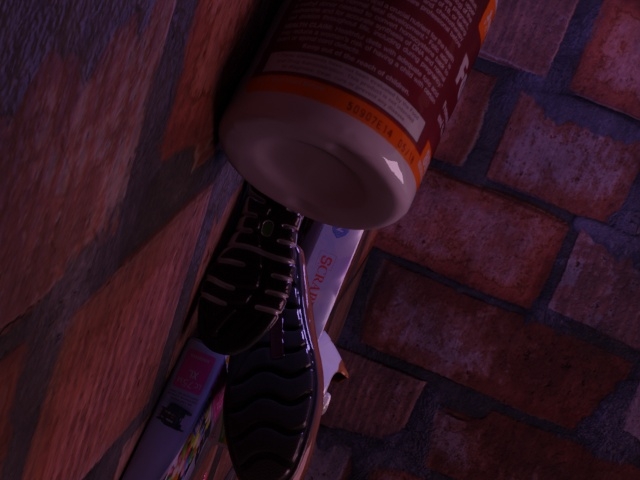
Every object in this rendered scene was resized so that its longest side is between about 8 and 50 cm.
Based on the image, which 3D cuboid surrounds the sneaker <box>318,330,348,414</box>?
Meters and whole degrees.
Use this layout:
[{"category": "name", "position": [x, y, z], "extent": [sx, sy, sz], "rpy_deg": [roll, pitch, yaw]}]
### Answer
[{"category": "sneaker", "position": [-0.054, 0.273, 2.227], "extent": [0.290, 0.123, 0.106], "rpy_deg": [-35, 178, -38]}]

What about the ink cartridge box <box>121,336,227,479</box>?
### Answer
[{"category": "ink cartridge box", "position": [-0.208, 0.300, 1.676], "extent": [0.186, 0.065, 0.311], "rpy_deg": [95, 20, -67]}]

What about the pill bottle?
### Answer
[{"category": "pill bottle", "position": [0.064, -0.229, 1.420], "extent": [0.224, 0.224, 0.392], "rpy_deg": [97, 17, -66]}]

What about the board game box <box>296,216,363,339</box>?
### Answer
[{"category": "board game box", "position": [0.000, 0.000, 2.009], "extent": [0.318, 0.066, 0.318], "rpy_deg": [170, -57, -80]}]

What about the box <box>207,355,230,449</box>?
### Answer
[{"category": "box", "position": [-0.116, 0.241, 2.017], "extent": [0.203, 0.103, 0.114], "rpy_deg": [-48, 159, -72]}]

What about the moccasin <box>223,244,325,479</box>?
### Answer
[{"category": "moccasin", "position": [-0.066, 0.178, 1.711], "extent": [0.147, 0.139, 0.380], "rpy_deg": [81, -1, -49]}]

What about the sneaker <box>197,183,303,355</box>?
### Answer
[{"category": "sneaker", "position": [-0.074, 0.023, 1.674], "extent": [0.162, 0.106, 0.281], "rpy_deg": [91, 21, -80]}]

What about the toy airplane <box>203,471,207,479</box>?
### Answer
[{"category": "toy airplane", "position": [-0.178, 0.398, 1.767], "extent": [0.151, 0.028, 0.151], "rpy_deg": [2, 90, -80]}]
